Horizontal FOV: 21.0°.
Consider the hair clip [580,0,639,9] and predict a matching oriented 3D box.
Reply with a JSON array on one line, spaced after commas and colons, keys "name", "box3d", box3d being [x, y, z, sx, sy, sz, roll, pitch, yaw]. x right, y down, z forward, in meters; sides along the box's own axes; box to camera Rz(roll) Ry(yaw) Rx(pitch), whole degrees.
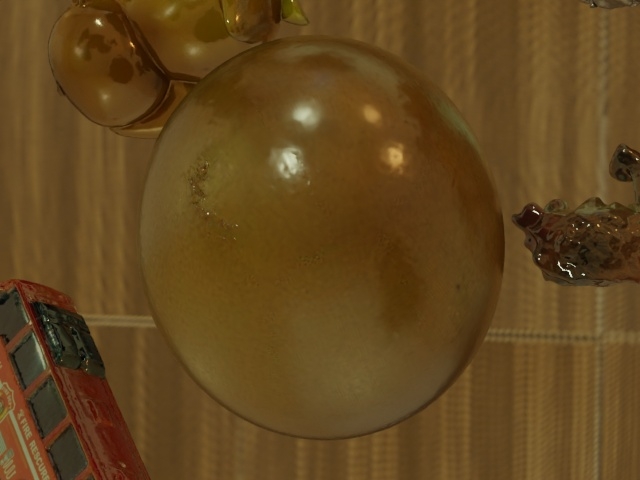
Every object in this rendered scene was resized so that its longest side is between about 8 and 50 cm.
[{"name": "hair clip", "box3d": [0.284, -0.226, 1.253, 0.300, 0.069, 0.173, 30, 96, 35]}]

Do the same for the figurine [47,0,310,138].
[{"name": "figurine", "box3d": [-0.140, -0.211, 1.642, 0.228, 0.215, 0.215, -17, 89, 26]}]

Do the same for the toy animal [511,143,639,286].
[{"name": "toy animal", "box3d": [0.321, 0.023, 1.511, 0.312, 0.157, 0.097, 24, 139, 10]}]

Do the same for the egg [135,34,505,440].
[{"name": "egg", "box3d": [0.000, 0.000, 1.323, 0.283, 0.351, 0.282, -3, 57, 4]}]

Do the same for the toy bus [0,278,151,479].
[{"name": "toy bus", "box3d": [-0.081, 0.059, 0.531, 0.043, 0.031, 0.110, -48, 48, 20]}]
